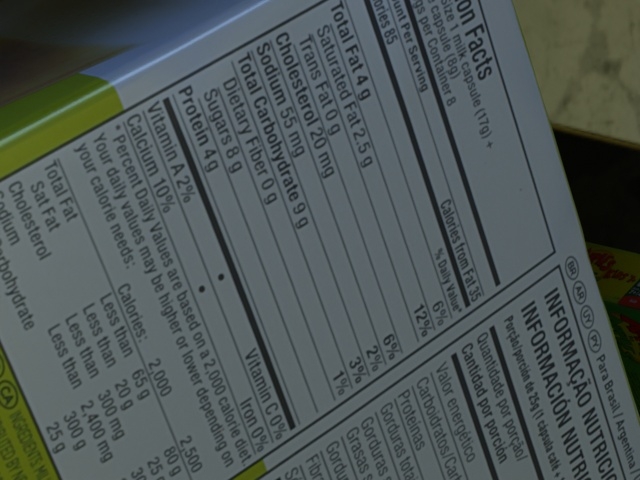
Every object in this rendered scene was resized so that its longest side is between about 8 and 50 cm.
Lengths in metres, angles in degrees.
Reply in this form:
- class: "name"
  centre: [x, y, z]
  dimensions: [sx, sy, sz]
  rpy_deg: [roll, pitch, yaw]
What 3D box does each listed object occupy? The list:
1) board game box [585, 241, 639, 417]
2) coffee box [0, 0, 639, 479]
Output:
- class: "board game box"
  centre: [0.216, 0.088, 1.195]
  dimensions: [0.043, 0.092, 0.181]
  rpy_deg: [-43, 121, -22]
- class: "coffee box"
  centre: [-0.104, 0.064, 0.804]
  dimensions: [0.334, 0.337, 0.338]
  rpy_deg: [-32, 116, -27]
